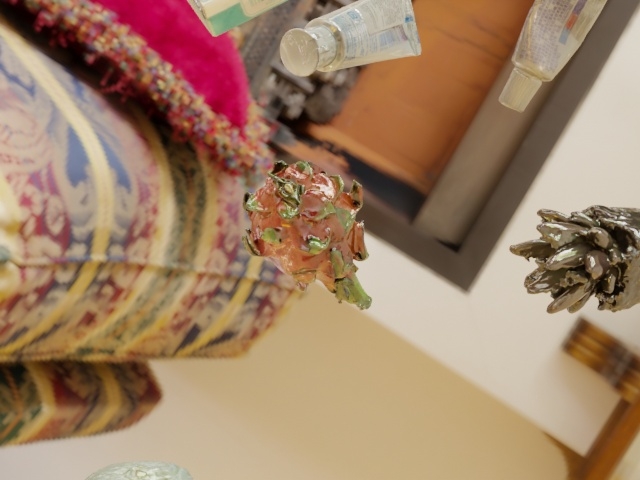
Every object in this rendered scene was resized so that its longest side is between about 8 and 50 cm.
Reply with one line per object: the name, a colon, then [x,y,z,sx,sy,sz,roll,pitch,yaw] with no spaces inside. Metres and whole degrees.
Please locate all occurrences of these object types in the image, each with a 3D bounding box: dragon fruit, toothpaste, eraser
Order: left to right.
eraser: [-0.039,-0.304,1.232,0.225,0.095,0.052,-29,139,-6]
dragon fruit: [-0.001,-0.003,1.432,0.236,0.135,0.137,39,59,-33]
toothpaste: [0.055,-0.296,1.658,0.299,0.073,0.114,-28,106,-50]
toothpaste: [0.348,-0.320,1.705,0.099,0.068,0.282,11,111,-53]

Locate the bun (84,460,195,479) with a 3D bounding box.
bun: [-0.139,0.238,0.969,0.083,0.141,0.141,-56,163,26]

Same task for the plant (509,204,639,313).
plant: [0.503,0.037,2.067,0.321,0.194,0.181,-8,118,-24]
